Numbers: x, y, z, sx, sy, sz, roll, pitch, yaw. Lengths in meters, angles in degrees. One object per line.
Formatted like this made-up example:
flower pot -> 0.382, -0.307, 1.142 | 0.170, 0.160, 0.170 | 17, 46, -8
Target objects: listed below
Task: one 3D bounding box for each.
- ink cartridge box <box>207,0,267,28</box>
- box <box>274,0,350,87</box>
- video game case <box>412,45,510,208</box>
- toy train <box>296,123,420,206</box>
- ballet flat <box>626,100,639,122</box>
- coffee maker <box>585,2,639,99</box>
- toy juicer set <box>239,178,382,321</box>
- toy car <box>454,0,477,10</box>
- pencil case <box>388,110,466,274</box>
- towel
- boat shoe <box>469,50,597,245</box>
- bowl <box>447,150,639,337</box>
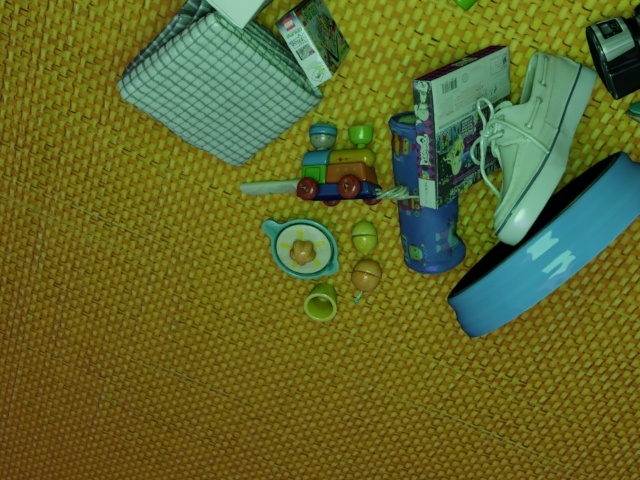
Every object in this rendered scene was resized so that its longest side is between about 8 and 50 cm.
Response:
ink cartridge box -> -0.085, -0.434, 1.059 | 0.092, 0.218, 0.158 | 40, 118, -11
box -> -0.008, -0.329, 1.107 | 0.036, 0.207, 0.114 | -25, 111, 22
video game case -> 0.239, -0.191, 1.132 | 0.041, 0.232, 0.210 | 17, 126, 40
toy train -> 0.077, -0.138, 1.210 | 0.248, 0.105, 0.144 | 0, 85, 33
ballet flat -> 0.618, -0.208, 1.134 | 0.206, 0.073, 0.067 | -6, 131, 18
coffee maker -> 0.527, -0.297, 1.072 | 0.178, 0.120, 0.171 | -24, 112, 22
toy juicer set -> 0.000, 0.000, 1.348 | 0.209, 0.089, 0.329 | -23, 111, 21
toy car -> 0.209, -0.483, 1.054 | 0.155, 0.149, 0.188 | -44, 74, 23
pencil case -> 0.199, -0.094, 1.245 | 0.119, 0.133, 0.306 | 18, 127, 43
towel -> -0.169, -0.270, 1.163 | 0.235, 0.121, 0.283 | -31, 141, 29
boat shoe -> 0.307, -0.167, 1.072 | 0.156, 0.367, 0.136 | 27, 156, 4
bowl -> 0.366, 0.002, 1.121 | 0.077, 0.391, 0.391 | 49, 117, 5
